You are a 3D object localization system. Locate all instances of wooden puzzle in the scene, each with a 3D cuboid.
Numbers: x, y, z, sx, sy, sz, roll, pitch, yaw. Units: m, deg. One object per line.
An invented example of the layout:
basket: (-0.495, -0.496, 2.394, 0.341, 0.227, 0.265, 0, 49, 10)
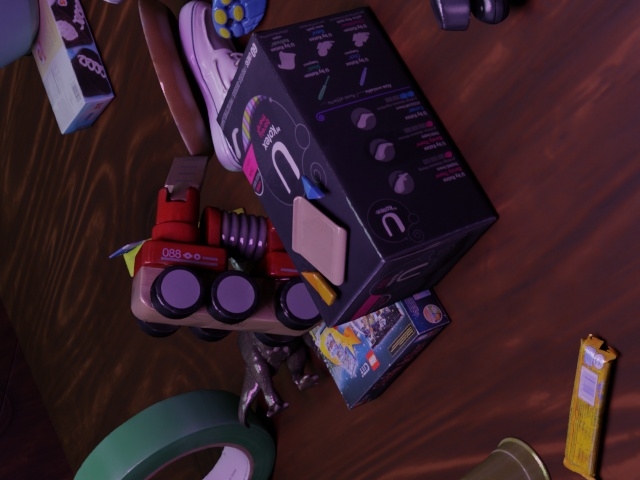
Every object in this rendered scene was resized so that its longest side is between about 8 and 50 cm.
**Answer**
wooden puzzle: (0.000, 0.000, 0.992, 0.078, 0.014, 0.116, 42, 141, 33)

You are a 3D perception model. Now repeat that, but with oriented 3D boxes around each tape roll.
tape roll: (-0.223, 0.370, 1.593, 0.077, 0.321, 0.321, 48, 145, 37)

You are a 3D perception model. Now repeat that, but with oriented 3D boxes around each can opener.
can opener: (0.127, -0.269, 0.859, 0.059, 0.073, 0.186, -164, 69, -66)

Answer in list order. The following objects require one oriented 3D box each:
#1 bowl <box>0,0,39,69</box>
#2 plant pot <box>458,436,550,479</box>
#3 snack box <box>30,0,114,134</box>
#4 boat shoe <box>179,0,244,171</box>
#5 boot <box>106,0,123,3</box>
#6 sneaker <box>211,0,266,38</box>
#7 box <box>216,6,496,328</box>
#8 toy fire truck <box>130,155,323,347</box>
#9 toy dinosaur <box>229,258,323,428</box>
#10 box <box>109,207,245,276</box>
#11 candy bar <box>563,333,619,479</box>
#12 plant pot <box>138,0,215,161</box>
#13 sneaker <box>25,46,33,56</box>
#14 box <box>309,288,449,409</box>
bowl: (-0.598, -0.422, 1.803, 0.311, 0.163, 0.311, 38, 137, 47)
plant pot: (0.180, 0.255, 1.064, 0.083, 0.079, 0.083, 40, 139, 45)
snack box: (-0.467, -0.368, 1.843, 0.187, 0.060, 0.321, -24, 86, 62)
boat shoe: (-0.109, -0.203, 1.314, 0.076, 0.083, 0.226, -17, 92, 34)
boot: (-0.340, -0.454, 1.571, 0.190, 0.069, 0.086, 51, 140, 18)
sneaker: (-0.103, -0.332, 1.233, 0.078, 0.067, 0.188, -112, 17, -55)
box: (0.027, -0.076, 1.061, 0.270, 0.143, 0.165, 60, 151, 17)
toy fire truck: (-0.109, -0.007, 1.227, 0.158, 0.217, 0.246, 137, 136, -64)
toy dinosaur: (-0.064, 0.133, 1.418, 0.313, 0.121, 0.160, 94, 156, -45)
box: (-0.199, 0.006, 1.474, 0.109, 0.178, 0.042, -24, 86, 62)
candy bar: (0.246, 0.158, 0.951, 0.040, 0.018, 0.161, 33, 134, 44)
plant pot: (-0.182, -0.212, 1.371, 0.236, 0.032, 0.236, -19, -90, -87)
sneaker: (-0.558, -0.404, 2.003, 0.161, 0.057, 0.075, -12, 80, 63)
box: (0.052, 0.083, 1.220, 0.159, 0.044, 0.233, 61, 151, 18)
